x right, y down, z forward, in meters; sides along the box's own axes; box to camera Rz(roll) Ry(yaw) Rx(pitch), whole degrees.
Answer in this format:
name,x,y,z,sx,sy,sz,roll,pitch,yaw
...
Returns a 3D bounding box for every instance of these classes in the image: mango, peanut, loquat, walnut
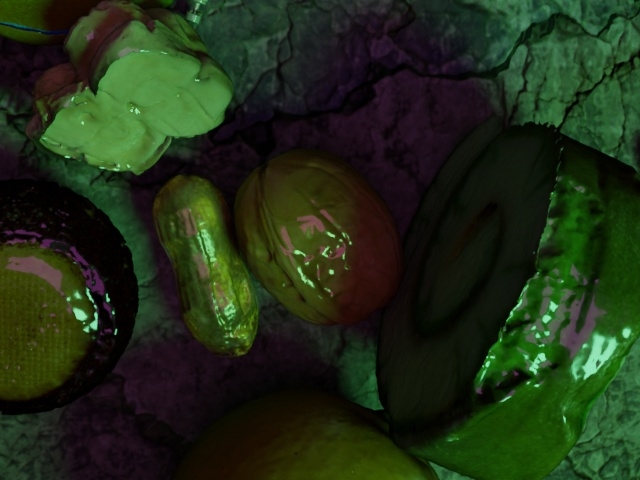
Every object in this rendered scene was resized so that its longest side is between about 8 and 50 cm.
name,x,y,z,sx,sy,sz,roll,pitch,yaw
mango,-0.254,-0.255,0.936,0.232,0.111,0.125,2,141,-24
peanut,-0.122,0.028,1.022,0.087,0.087,0.207,-17,101,-2
loquat,-0.013,0.311,0.974,0.328,0.328,0.329,-1,102,-6
walnut,0.000,0.000,0.995,0.159,0.159,0.207,-33,110,2

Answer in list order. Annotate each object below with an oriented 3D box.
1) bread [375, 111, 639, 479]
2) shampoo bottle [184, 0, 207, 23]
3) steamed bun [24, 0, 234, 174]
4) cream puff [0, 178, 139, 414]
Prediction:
name,x,y,z,sx,sy,sz,roll,pitch,yaw
bread,0.180,0.039,0.914,0.129,0.382,0.366,21,144,-12
shampoo bottle,-0.109,-0.289,0.973,0.034,0.049,0.141,20,101,-11
steamed bun,-0.184,-0.156,0.943,0.192,0.106,0.177,11,139,-43
cream puff,-0.300,0.053,0.967,0.239,0.165,0.239,-1,107,-4
